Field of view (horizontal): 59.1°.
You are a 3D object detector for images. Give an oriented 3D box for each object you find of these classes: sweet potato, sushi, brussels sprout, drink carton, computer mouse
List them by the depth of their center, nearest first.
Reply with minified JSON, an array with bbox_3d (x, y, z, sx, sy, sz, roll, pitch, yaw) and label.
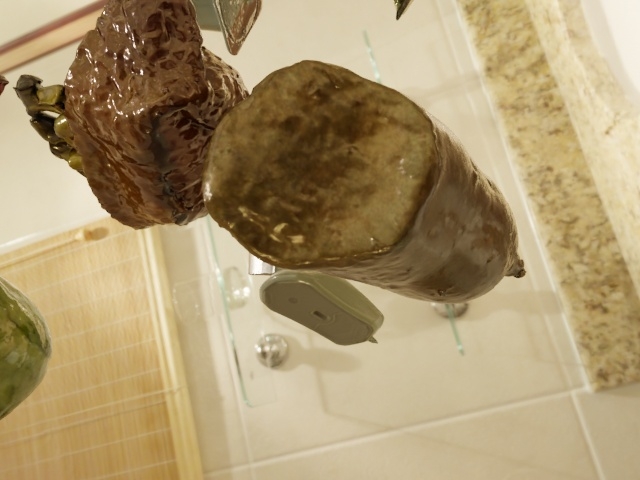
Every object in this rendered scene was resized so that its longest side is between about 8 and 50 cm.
[{"bbox_3d":[0.073,-0.022,0.491,0.370,0.158,0.157,22,-131,-51],"label":"sweet potato"},{"bbox_3d":[-0.163,-0.117,0.538,0.179,0.167,0.296,43,160,15],"label":"sushi"},{"bbox_3d":[0.009,0.078,0.715,0.182,0.089,0.056,33,-133,-23],"label":"computer mouse"},{"bbox_3d":[-0.546,0.155,0.874,0.210,0.220,0.271,-33,-67,-47],"label":"brussels sprout"},{"bbox_3d":[-0.240,-0.508,1.134,0.191,0.190,0.185,77,-147,-58],"label":"drink carton"}]

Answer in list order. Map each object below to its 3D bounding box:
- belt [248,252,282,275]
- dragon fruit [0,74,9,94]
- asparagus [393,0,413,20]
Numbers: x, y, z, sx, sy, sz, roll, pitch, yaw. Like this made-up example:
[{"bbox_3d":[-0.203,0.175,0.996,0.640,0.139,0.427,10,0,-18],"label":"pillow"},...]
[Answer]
[{"bbox_3d":[0.000,0.000,0.923,0.339,0.218,0.122,-7,81,61],"label":"belt"},{"bbox_3d":[-0.541,-0.236,0.672,0.330,0.241,0.302,69,-170,-77],"label":"dragon fruit"},{"bbox_3d":[0.159,-0.419,0.698,0.085,0.343,0.082,32,176,9],"label":"asparagus"}]
